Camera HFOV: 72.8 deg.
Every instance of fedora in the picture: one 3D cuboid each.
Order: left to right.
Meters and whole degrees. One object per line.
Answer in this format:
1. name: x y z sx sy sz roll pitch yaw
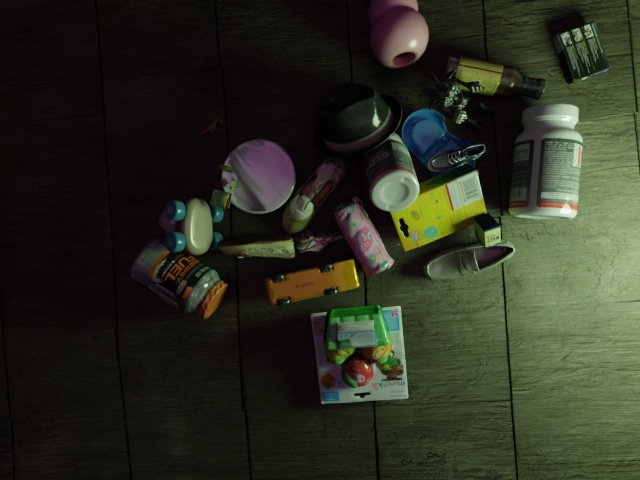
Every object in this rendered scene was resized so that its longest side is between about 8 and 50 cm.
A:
1. fedora: 0.103 -0.437 1.496 0.333 0.152 0.334 -16 51 21

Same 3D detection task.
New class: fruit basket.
1. fruit basket: 0.141 0.420 1.562 0.326 0.165 0.354 -5 93 6

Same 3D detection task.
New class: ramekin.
1. ramekin: -0.219 -0.229 1.612 0.272 0.127 0.273 0 90 5

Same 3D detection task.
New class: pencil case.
1. pencil case: 0.157 -0.013 1.578 0.124 0.124 0.284 -27 88 5

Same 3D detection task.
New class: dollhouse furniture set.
1. dollhouse furniture set: -0.347 -0.188 1.533 0.076 0.058 0.152 15 92 7

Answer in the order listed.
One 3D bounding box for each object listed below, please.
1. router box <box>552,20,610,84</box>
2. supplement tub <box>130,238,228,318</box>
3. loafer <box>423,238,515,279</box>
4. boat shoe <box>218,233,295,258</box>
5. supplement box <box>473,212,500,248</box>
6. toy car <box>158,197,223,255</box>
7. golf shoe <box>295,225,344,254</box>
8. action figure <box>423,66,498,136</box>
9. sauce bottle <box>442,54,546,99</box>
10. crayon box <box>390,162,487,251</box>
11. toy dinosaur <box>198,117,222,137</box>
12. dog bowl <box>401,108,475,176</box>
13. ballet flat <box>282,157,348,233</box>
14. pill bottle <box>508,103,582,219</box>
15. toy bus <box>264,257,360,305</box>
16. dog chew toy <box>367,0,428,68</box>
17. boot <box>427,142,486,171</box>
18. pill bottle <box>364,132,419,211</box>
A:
1. router box: 0.923 -0.664 1.539 0.133 0.046 0.179 -18 89 5
2. supplement tub: -0.516 0.146 1.609 0.315 0.193 0.194 30 93 4
3. loafer: 0.526 0.066 1.546 0.319 0.111 0.112 -20 88 5
4. boat shoe: -0.236 0.034 1.625 0.284 0.105 0.090 -3 112 4
5. supplement box: 0.577 -0.034 1.504 0.056 0.083 0.083 -18 127 2
6. toy car: -0.525 -0.051 1.636 0.237 0.219 0.211 0 91 35
7. golf shoe: 0.000 0.000 1.630 0.185 0.068 0.086 -11 123 -1
8. action figure: 0.489 -0.479 1.489 0.275 0.141 0.164 24 104 -22
9. sauce bottle: 0.611 -0.568 1.538 0.344 0.111 0.112 16 92 6
10. crayon box: 0.407 -0.113 1.530 0.318 0.081 0.202 -22 119 5
11. toy dinosaur: -0.409 -0.433 1.659 0.047 0.090 0.082 54 139 13
12. dog bowl: 0.422 -0.337 1.576 0.166 0.074 0.297 -44 86 4
13. ballet flat: -0.028 -0.172 1.600 0.123 0.123 0.349 41 94 4
14. pill bottle: 0.764 -0.259 1.473 0.210 0.210 0.363 5 91 6
15. toy bus: -0.027 0.151 1.592 0.332 0.130 0.108 -13 90 6
16. dog chew toy: 0.260 -0.789 1.536 0.206 0.206 0.332 -10 81 6
17. boot: 0.465 -0.291 1.491 0.189 0.086 0.069 -20 89 5
18. pill bottle: 0.234 -0.244 1.482 0.161 0.283 0.161 -1 132 -1
